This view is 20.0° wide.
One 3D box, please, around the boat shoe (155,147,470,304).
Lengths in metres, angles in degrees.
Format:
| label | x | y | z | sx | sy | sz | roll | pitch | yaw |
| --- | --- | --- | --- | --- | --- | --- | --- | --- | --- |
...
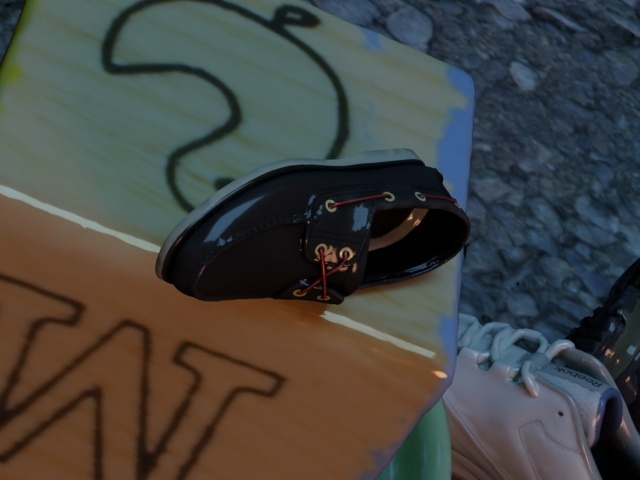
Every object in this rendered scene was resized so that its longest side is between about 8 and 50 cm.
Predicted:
| label | x | y | z | sx | sy | sz | roll | pitch | yaw |
| --- | --- | --- | --- | --- | --- | --- | --- | --- | --- |
| boat shoe | 0.001 | -0.001 | 0.646 | 0.133 | 0.049 | 0.042 | -13 | 51 | -43 |

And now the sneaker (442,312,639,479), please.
| label | x | y | z | sx | sy | sz | roll | pitch | yaw |
| --- | --- | --- | --- | --- | --- | --- | --- | --- | --- |
| sneaker | 0.110 | 0.094 | 1.074 | 0.297 | 0.129 | 0.111 | 41 | 44 | 11 |

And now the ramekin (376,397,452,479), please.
| label | x | y | z | sx | sy | sz | roll | pitch | yaw |
| --- | --- | --- | --- | --- | --- | --- | --- | --- | --- |
| ramekin | -0.101 | 0.108 | 0.919 | 0.303 | 0.148 | 0.303 | 17 | 44 | -17 |

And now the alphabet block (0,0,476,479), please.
| label | x | y | z | sx | sy | sz | roll | pitch | yaw |
| --- | --- | --- | --- | --- | --- | --- | --- | --- | --- |
| alphabet block | -0.065 | 0.011 | 0.776 | 0.197 | 0.193 | 0.192 | 21 | 42 | -12 |

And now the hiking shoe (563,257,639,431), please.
| label | x | y | z | sx | sy | sz | roll | pitch | yaw |
| --- | --- | --- | --- | --- | --- | --- | --- | --- | --- |
| hiking shoe | 0.252 | 0.063 | 1.238 | 0.114 | 0.086 | 0.227 | 51 | 49 | 1 |
